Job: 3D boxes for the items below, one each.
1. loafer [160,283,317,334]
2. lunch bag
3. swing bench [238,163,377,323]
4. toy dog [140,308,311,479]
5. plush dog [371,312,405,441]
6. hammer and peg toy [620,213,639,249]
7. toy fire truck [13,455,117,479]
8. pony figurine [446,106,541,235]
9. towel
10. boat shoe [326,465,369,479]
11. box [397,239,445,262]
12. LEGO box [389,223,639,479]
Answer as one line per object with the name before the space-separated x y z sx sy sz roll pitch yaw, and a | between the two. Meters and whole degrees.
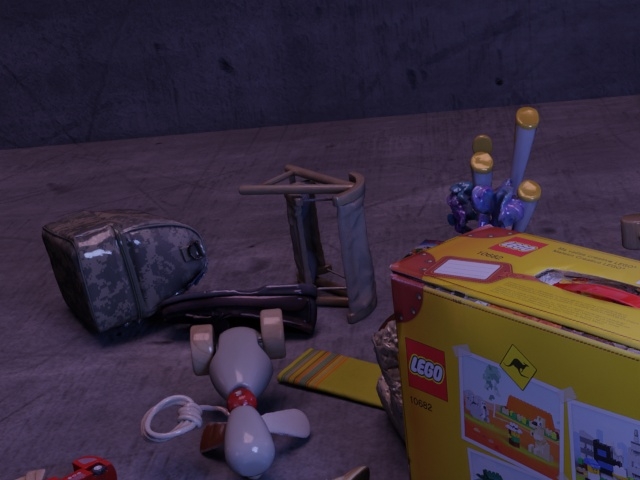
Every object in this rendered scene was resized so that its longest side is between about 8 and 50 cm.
loafer | -0.154 0.141 2.004 0.302 0.095 0.109 -7 -15 9
lunch bag | -0.387 0.038 2.148 0.256 0.213 0.305 -22 16 -22
swing bench | 0.000 0.000 2.099 0.254 0.253 0.165 9 25 36
toy dog | -0.122 0.254 1.658 0.220 0.161 0.334 2 36 15
plush dog | 0.212 0.211 1.556 0.225 0.262 0.211 -19 55 -7
hammer and peg toy | 0.754 0.024 1.976 0.361 0.127 0.266 -5 22 4
toy fire truck | -0.405 0.360 1.539 0.135 0.047 0.192 11 26 43
pony figurine | 0.317 0.003 1.885 0.302 0.364 0.351 3 48 6
towel | 0.047 0.233 1.789 0.237 0.021 0.102 10 31 36
boat shoe | 0.018 0.343 1.444 0.045 0.050 0.135 13 27 32
box | 0.285 0.054 2.164 0.233 0.044 0.159 5 23 30
LEGO box | 0.324 0.223 1.203 0.193 0.373 0.500 -21 25 -35
